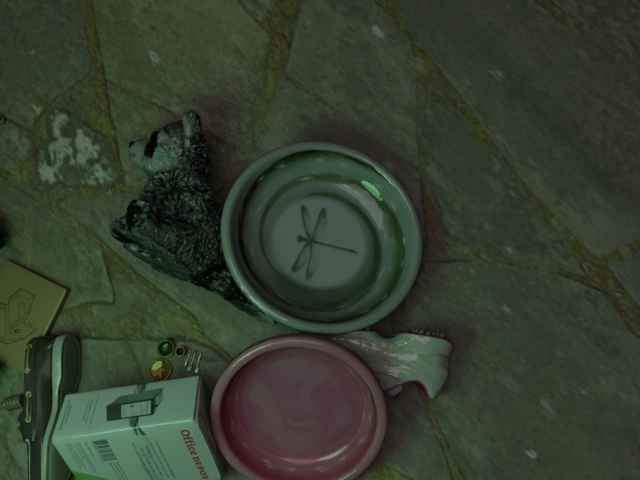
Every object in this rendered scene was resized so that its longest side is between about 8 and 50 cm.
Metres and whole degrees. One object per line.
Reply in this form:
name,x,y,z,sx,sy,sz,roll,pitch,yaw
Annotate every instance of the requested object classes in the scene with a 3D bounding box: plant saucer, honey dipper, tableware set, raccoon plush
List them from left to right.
honey dipper,-0.704,0.357,1.572,0.161,0.030,0.030,-14,78,7
tableware set,-0.313,0.287,1.536,0.104,0.024,0.154,16,82,10
raccoon plush,-0.220,-0.054,1.550,0.446,0.216,0.299,36,69,-18
plant saucer,-0.040,0.321,1.410,0.332,0.084,0.332,1,107,2
plant saucer,0.000,0.000,1.476,0.401,0.100,0.400,4,69,-10

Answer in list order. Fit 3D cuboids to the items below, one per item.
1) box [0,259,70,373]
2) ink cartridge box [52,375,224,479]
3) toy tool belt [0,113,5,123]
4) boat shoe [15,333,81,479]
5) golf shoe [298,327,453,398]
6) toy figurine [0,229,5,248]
box,-0.655,0.164,1.605,0.164,0.021,0.201,23,83,11
ink cartridge box,-0.337,0.381,1.424,0.273,0.198,0.114,-9,38,5
toy tool belt,-0.759,-0.259,1.681,0.083,0.051,0.052,-41,77,-2
boat shoe,-0.560,0.354,1.512,0.097,0.116,0.324,-3,75,9
golf shoe,0.102,0.234,1.448,0.306,0.115,0.140,5,84,10
toy figurine,-0.805,0.001,1.562,0.148,0.209,0.213,33,92,28
